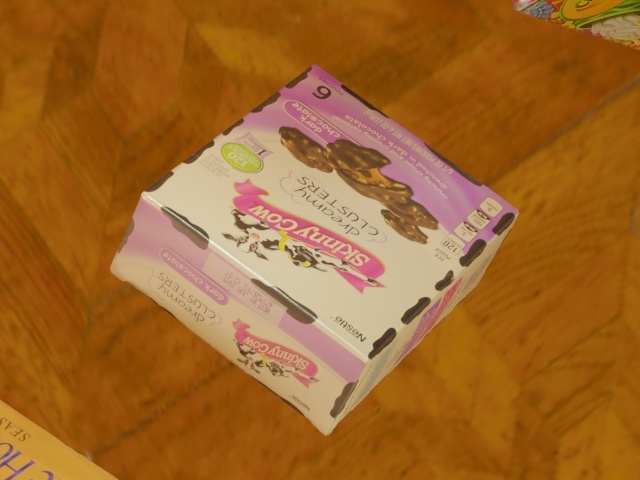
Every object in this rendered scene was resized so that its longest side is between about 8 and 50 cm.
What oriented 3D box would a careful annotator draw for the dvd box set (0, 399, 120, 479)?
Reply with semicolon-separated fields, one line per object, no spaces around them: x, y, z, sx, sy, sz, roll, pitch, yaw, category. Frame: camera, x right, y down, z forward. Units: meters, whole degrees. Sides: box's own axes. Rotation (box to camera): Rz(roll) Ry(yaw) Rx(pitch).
-0.174;0.238;1.268;0.062;0.307;0.420;-36;42;-29;dvd box set

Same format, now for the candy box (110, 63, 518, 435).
0.000;0.000;1.171;0.165;0.070;0.196;36;41;11;candy box

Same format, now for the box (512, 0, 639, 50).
0.264;-0.217;0.918;0.279;0.290;0.177;9;62;-47;box
